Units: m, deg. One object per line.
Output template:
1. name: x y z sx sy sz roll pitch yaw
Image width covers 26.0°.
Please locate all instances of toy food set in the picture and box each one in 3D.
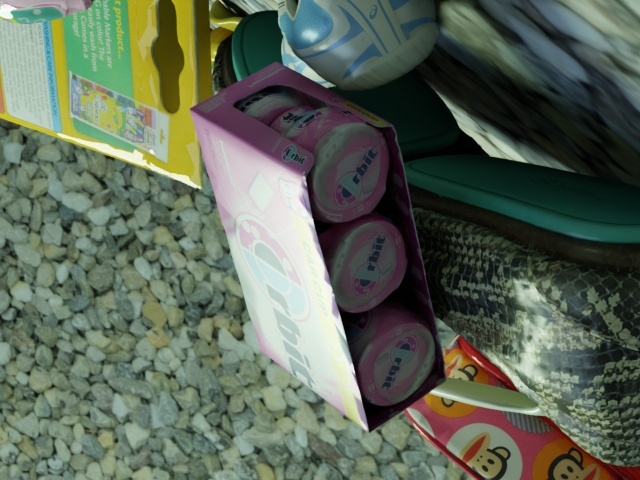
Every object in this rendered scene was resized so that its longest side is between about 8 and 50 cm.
1. toy food set: -0.049 -0.159 1.466 0.218 0.071 0.128 41 179 0

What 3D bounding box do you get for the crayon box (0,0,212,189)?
1. crayon box: -0.192 -0.183 1.068 0.323 0.083 0.203 20 125 31

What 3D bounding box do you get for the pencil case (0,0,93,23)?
1. pencil case: -0.168 -0.222 0.804 0.124 0.124 0.284 41 164 -1

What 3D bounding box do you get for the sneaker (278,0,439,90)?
1. sneaker: 0.013 -0.131 0.793 0.086 0.085 0.237 64 176 -8

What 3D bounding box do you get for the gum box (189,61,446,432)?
1. gum box: 0.000 0.000 0.762 0.107 0.062 0.188 32 146 46

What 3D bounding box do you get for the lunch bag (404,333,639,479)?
1. lunch bag: 0.209 0.187 1.268 0.258 0.120 0.293 39 -174 6

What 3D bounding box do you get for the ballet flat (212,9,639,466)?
1. ballet flat: 0.056 -0.004 0.880 0.164 0.182 0.483 -8 -154 -29
